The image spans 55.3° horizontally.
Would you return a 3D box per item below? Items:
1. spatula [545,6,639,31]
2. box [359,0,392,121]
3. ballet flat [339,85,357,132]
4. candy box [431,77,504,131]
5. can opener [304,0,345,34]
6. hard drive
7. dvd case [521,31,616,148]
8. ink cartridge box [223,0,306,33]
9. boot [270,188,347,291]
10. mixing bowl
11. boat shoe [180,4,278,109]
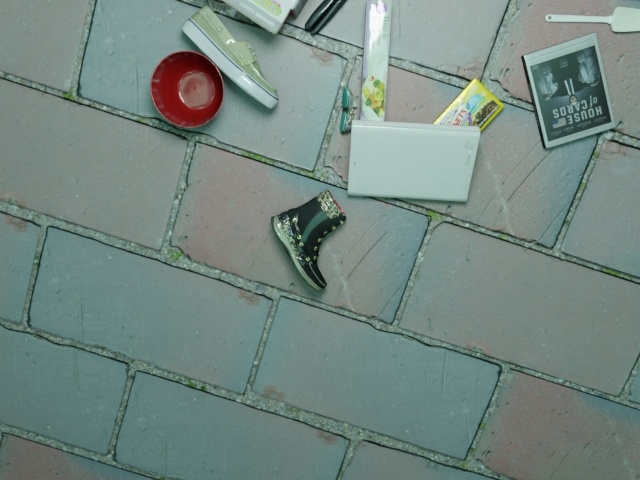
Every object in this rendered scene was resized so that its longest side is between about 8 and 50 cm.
[{"bbox_3d":[0.667,-0.591,1.466,0.241,0.019,0.168,2,103,2],"label":"spatula"},{"bbox_3d":[0.134,-0.422,1.506,0.062,0.067,0.324,3,102,1],"label":"box"},{"bbox_3d":[0.073,-0.331,1.547,0.041,0.041,0.115,6,103,2],"label":"ballet flat"},{"bbox_3d":[0.353,-0.297,1.543,0.105,0.027,0.206,42,101,-3],"label":"candy box"},{"bbox_3d":[0.030,-0.582,1.488,0.059,0.073,0.186,22,110,-42],"label":"can opener"},{"bbox_3d":[0.226,-0.196,1.527,0.307,0.040,0.203,4,128,3],"label":"hard drive"},{"bbox_3d":[0.615,-0.368,1.513,0.179,0.029,0.239,-17,101,7],"label":"dvd case"},{"bbox_3d":[-0.155,-0.674,1.430,0.309,0.130,0.272,33,101,-4],"label":"ink cartridge box"},{"bbox_3d":[-0.001,-0.001,1.597,0.178,0.085,0.237,-31,99,7],"label":"boot"},{"bbox_3d":[-0.319,-0.375,1.521,0.181,0.098,0.182,1,103,3],"label":"mixing bowl"},{"bbox_3d":[-0.208,-0.450,1.498,0.302,0.109,0.094,43,97,-4],"label":"boat shoe"}]
